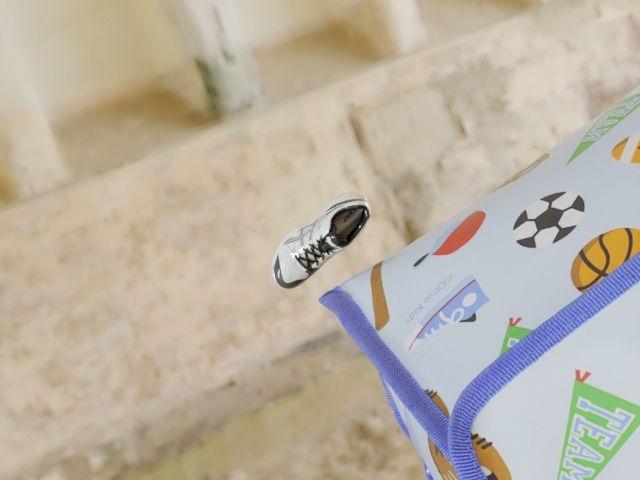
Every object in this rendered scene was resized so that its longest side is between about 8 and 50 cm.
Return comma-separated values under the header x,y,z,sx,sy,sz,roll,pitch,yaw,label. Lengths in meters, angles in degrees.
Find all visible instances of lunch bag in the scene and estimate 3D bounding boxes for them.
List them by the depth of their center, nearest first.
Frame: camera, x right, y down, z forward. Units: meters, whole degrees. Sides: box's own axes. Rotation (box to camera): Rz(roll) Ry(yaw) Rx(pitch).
x,y,z,sx,sy,sz,roll,pitch,yaw,label
0.221,0.077,1.064,0.328,0.239,0.385,-35,30,-2,lunch bag

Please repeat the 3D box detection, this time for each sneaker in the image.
x,y,z,sx,sy,sz,roll,pitch,yaw,label
0.000,0.000,1.218,0.083,0.032,0.037,-47,15,-1,sneaker
